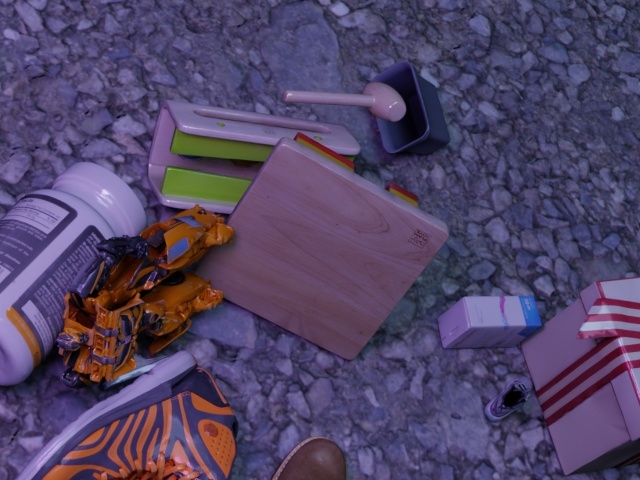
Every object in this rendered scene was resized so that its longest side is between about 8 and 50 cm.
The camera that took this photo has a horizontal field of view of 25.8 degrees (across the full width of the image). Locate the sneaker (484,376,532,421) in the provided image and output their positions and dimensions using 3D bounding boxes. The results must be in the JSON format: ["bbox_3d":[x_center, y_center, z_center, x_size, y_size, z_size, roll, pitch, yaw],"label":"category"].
[{"bbox_3d":[0.286,0.222,2.015,0.038,0.069,0.098,49,55,4],"label":"sneaker"}]

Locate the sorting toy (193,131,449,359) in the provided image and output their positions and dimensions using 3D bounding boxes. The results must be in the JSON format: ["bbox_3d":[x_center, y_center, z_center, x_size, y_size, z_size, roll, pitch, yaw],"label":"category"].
[{"bbox_3d":[0.000,0.000,1.901,0.257,0.255,0.089,28,31,-13],"label":"sorting toy"}]

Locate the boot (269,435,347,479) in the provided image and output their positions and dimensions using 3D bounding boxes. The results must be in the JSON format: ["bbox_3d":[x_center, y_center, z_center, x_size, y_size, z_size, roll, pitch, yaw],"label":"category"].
[{"bbox_3d":[-0.025,0.370,1.760,0.112,0.115,0.305,29,54,-6],"label":"boot"}]

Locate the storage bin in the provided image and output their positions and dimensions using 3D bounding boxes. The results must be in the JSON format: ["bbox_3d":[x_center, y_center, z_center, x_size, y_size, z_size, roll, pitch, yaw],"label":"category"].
[{"bbox_3d":[0.140,-0.192,2.160,0.091,0.098,0.135,17,53,-50],"label":"storage bin"}]

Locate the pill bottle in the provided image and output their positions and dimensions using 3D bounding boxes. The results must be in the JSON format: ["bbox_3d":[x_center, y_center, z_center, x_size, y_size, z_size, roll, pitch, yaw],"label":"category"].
[{"bbox_3d":[-0.350,0.036,1.750,0.162,0.162,0.278,40,54,-2],"label":"pill bottle"}]

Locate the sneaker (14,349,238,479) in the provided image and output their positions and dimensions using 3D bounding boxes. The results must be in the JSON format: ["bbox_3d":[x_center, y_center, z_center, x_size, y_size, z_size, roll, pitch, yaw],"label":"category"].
[{"bbox_3d":[-0.220,0.278,1.707,0.321,0.124,0.180,-35,81,-35],"label":"sneaker"}]

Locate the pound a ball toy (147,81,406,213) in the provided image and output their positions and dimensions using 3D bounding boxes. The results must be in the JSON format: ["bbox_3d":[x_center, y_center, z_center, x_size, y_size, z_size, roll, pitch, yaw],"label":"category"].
[{"bbox_3d":[-0.065,-0.148,1.965,0.319,0.208,0.135,5,26,-23],"label":"pound a ball toy"}]

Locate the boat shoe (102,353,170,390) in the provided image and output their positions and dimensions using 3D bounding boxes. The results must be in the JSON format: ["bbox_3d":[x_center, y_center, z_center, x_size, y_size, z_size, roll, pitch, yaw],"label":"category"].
[{"bbox_3d":[-0.242,0.162,1.814,0.100,0.035,0.035,-19,77,-25],"label":"boat shoe"}]

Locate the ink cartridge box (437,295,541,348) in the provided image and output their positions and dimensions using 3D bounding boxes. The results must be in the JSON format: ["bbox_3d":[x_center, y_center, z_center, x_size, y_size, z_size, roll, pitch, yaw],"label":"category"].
[{"bbox_3d":[0.245,0.119,2.037,0.122,0.088,0.052,-1,65,-26],"label":"ink cartridge box"}]

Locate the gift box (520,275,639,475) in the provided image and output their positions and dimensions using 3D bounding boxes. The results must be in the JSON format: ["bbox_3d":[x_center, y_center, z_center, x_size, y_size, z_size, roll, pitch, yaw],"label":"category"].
[{"bbox_3d":[0.455,0.196,1.995,0.276,0.258,0.255,-10,68,-30],"label":"gift box"}]

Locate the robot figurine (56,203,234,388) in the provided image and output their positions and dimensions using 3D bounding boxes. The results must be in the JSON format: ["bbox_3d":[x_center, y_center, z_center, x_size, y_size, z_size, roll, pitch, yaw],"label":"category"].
[{"bbox_3d":[-0.222,0.072,1.752,0.085,0.211,0.291,23,32,20],"label":"robot figurine"}]
